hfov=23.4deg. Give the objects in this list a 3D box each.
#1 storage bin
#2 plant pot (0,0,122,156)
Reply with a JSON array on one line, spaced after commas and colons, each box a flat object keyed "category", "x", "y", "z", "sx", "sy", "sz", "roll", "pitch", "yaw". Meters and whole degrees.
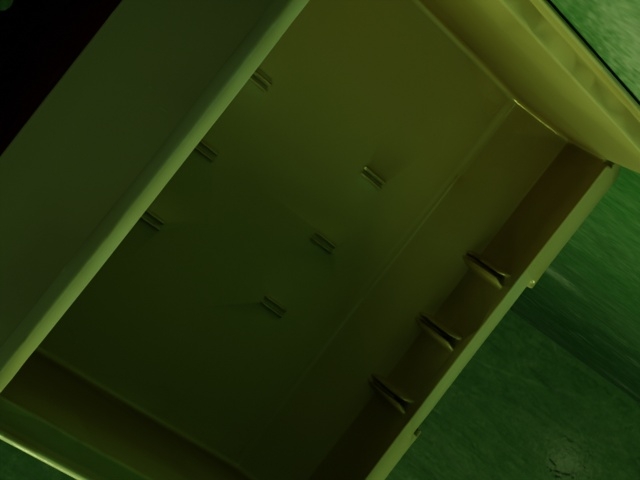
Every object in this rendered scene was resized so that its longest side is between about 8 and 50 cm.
[{"category": "storage bin", "x": 0.000, "y": 0.000, "z": 0.684, "sx": 0.260, "sy": 0.262, "sz": 0.123, "roll": 38, "pitch": 179, "yaw": -39}, {"category": "plant pot", "x": -0.277, "y": -0.186, "z": 1.048, "sx": 0.267, "sy": 0.267, "sz": 0.236, "roll": 38, "pitch": -171, "yaw": -13}]
